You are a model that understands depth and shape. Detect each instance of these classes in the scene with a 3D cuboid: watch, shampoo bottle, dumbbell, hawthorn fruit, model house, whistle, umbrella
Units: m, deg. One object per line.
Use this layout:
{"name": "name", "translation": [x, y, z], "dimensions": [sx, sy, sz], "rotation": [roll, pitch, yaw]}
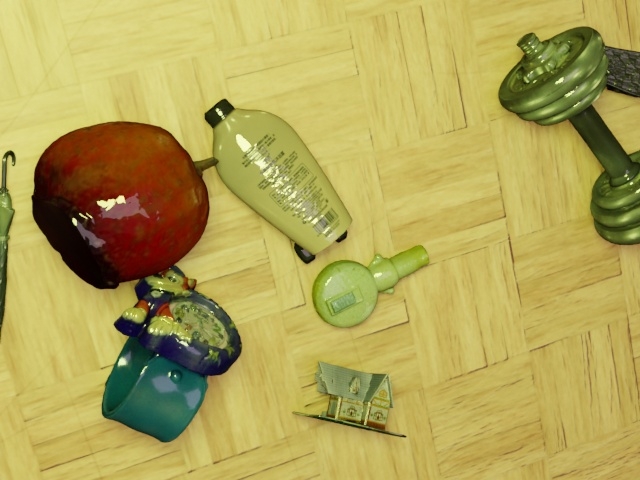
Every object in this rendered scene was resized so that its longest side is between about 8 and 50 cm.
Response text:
{"name": "watch", "translation": [-0.221, 0.165, 1.269], "dimensions": [0.171, 0.196, 0.200], "rotation": [31, 110, -11]}
{"name": "shampoo bottle", "translation": [-0.068, -0.097, 1.309], "dimensions": [0.127, 0.078, 0.257], "rotation": [-42, 101, -6]}
{"name": "dumbbell", "translation": [0.000, 0.000, 1.380], "dimensions": [0.083, 0.036, 0.040], "rotation": [-34, 108, -10]}
{"name": "hawthorn fruit", "translation": [-0.247, -0.061, 1.199], "dimensions": [0.250, 0.215, 0.215], "rotation": [-26, 107, -11]}
{"name": "model house", "translation": [0.052, 0.243, 1.413], "dimensions": [0.167, 0.117, 0.088], "rotation": [16, 78, -19]}
{"name": "whistle", "translation": [0.081, 0.064, 1.407], "dimensions": [0.198, 0.057, 0.104], "rotation": [-24, 107, -12]}
{"name": "dumbbell", "translation": [0.433, -0.158, 1.424], "dimensions": [0.179, 0.179, 0.406], "rotation": [-45, 110, -6]}
{"name": "umbrella", "translation": [-0.436, 0.012, 1.234], "dimensions": [0.044, 0.044, 0.268], "rotation": [8, 97, 11]}

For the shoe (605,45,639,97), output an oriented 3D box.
{"name": "shoe", "translation": [0.473, -0.277, 1.489], "dimensions": [0.179, 0.049, 0.071], "rotation": [16, 89, -2]}
